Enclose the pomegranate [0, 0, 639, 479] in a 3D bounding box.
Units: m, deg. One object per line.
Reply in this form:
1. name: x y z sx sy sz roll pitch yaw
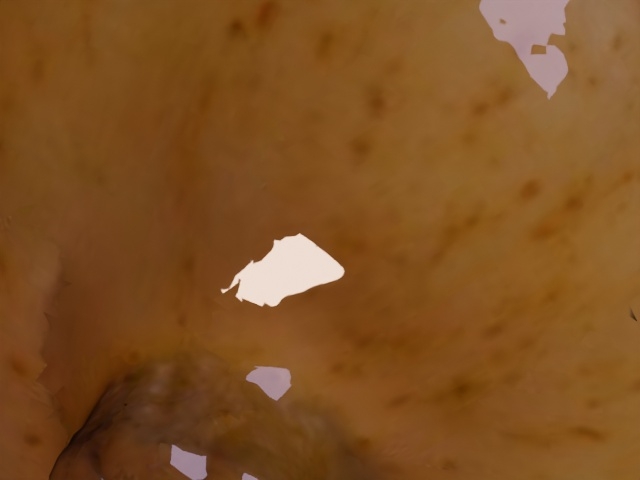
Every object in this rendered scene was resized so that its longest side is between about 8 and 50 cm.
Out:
1. pomegranate: 0.000 0.000 0.538 0.342 0.342 0.342 21 51 -28
